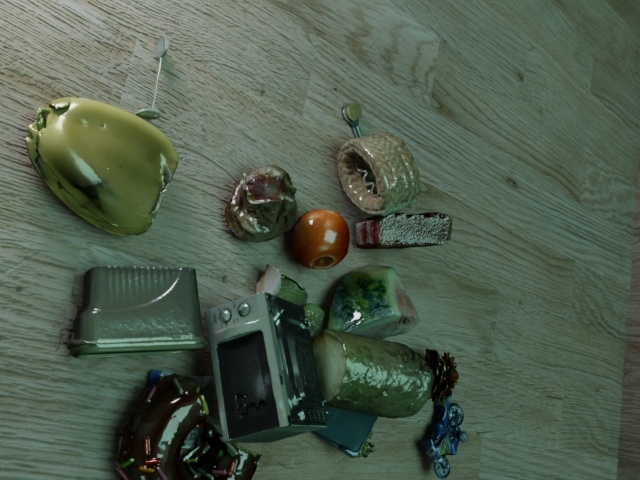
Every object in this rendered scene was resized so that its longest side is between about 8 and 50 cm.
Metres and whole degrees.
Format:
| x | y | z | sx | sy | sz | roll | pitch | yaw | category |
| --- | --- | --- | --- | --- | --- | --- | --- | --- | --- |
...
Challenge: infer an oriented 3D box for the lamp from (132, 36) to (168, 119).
| x | y | z | sx | sy | sz | roll | pitch | yaw | category |
| --- | --- | --- | --- | --- | --- | --- | --- | --- | --- |
| -0.381 | -0.370 | 1.548 | 0.056 | 0.050 | 0.198 | 12 | 79 | -39 | lamp |

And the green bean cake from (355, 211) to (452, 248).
| x | y | z | sx | sy | sz | roll | pitch | yaw | category |
| --- | --- | --- | --- | --- | --- | --- | --- | --- | --- |
| 0.231 | -0.027 | 1.969 | 0.232 | 0.198 | 0.097 | 0 | 85 | -37 | green bean cake |

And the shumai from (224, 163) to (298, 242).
| x | y | z | sx | sy | sz | roll | pitch | yaw | category |
| --- | --- | --- | --- | --- | --- | --- | --- | --- | --- |
| -0.108 | -0.095 | 1.677 | 0.218 | 0.185 | 0.184 | -16 | 97 | -41 | shumai |

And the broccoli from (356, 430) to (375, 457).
| x | y | z | sx | sy | sz | roll | pitch | yaw | category |
| --- | --- | --- | --- | --- | --- | --- | --- | --- | --- |
| 0.100 | 0.540 | 1.879 | 0.092 | 0.097 | 0.095 | -38 | 141 | 3 | broccoli |

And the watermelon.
| x | y | z | sx | sy | sz | roll | pitch | yaw | category |
| --- | --- | --- | --- | --- | --- | --- | --- | --- | --- |
| 0.135 | 0.198 | 1.892 | 0.232 | 0.193 | 0.310 | 51 | 23 | -9 | watermelon |

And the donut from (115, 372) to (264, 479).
| x | y | z | sx | sy | sz | roll | pitch | yaw | category |
| --- | --- | --- | --- | --- | --- | --- | --- | --- | --- |
| -0.294 | 0.477 | 1.481 | 0.259 | 0.136 | 0.345 | -50 | 123 | -31 | donut |

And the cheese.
| x | y | z | sx | sy | sz | roll | pitch | yaw | category |
| --- | --- | --- | --- | --- | --- | --- | --- | --- | --- |
| -0.457 | -0.165 | 1.422 | 0.316 | 0.128 | 0.260 | 33 | 58 | -42 | cheese |

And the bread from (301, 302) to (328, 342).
| x | y | z | sx | sy | sz | roll | pitch | yaw | category |
| --- | --- | --- | --- | --- | --- | --- | --- | --- | --- |
| -0.010 | 0.318 | 1.822 | 0.207 | 0.056 | 0.286 | 21 | 74 | -37 | bread |

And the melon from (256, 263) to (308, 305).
| x | y | z | sx | sy | sz | roll | pitch | yaw | category |
| --- | --- | --- | --- | --- | --- | --- | --- | --- | --- |
| -0.114 | 0.141 | 1.736 | 0.139 | 0.093 | 0.202 | -42 | 147 | -7 | melon |

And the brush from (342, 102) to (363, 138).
| x | y | z | sx | sy | sz | roll | pitch | yaw | category |
| --- | --- | --- | --- | --- | --- | --- | --- | --- | --- |
| 0.127 | -0.275 | 2.007 | 0.062 | 0.027 | 0.266 | -30 | 106 | -34 | brush |

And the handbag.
| x | y | z | sx | sy | sz | roll | pitch | yaw | category |
| --- | --- | --- | --- | --- | --- | --- | --- | --- | --- |
| 0.087 | 0.456 | 1.853 | 0.144 | 0.057 | 0.221 | 28 | 60 | 10 | handbag |

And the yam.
| x | y | z | sx | sy | sz | roll | pitch | yaw | category |
| --- | --- | --- | --- | --- | --- | --- | --- | --- | --- |
| 0.128 | 0.344 | 1.741 | 0.300 | 0.195 | 0.195 | 15 | 76 | -24 | yam |

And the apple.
| x | y | z | sx | sy | sz | roll | pitch | yaw | category |
| --- | --- | --- | --- | --- | --- | --- | --- | --- | --- |
| 0.000 | 0.000 | 1.786 | 0.163 | 0.163 | 0.139 | 19 | 61 | -39 | apple |

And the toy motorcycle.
| x | y | z | sx | sy | sz | roll | pitch | yaw | category |
| --- | --- | --- | --- | --- | --- | --- | --- | --- | --- |
| 0.376 | 0.598 | 2.120 | 0.135 | 0.092 | 0.254 | 40 | 53 | -22 | toy motorcycle |

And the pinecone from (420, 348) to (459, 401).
| x | y | z | sx | sy | sz | roll | pitch | yaw | category |
| --- | --- | --- | --- | --- | --- | --- | --- | --- | --- |
| 0.330 | 0.403 | 2.057 | 0.173 | 0.173 | 0.174 | 4 | 84 | -41 | pinecone |

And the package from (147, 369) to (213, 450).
| x | y | z | sx | sy | sz | roll | pitch | yaw | category |
| --- | --- | --- | --- | --- | --- | --- | --- | --- | --- |
| -0.326 | 0.386 | 1.553 | 0.173 | 0.027 | 0.171 | 18 | 78 | -39 | package |

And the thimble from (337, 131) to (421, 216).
| x | y | z | sx | sy | sz | roll | pitch | yaw | category |
| --- | --- | --- | --- | --- | --- | --- | --- | --- | --- |
| 0.162 | -0.187 | 1.895 | 0.148 | 0.229 | 0.196 | -21 | 137 | -30 | thimble |

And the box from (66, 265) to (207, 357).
| x | y | z | sx | sy | sz | roll | pitch | yaw | category |
| --- | --- | --- | --- | --- | --- | --- | --- | --- | --- |
| -0.384 | 0.150 | 1.439 | 0.274 | 0.138 | 0.178 | 4 | 74 | -31 | box |

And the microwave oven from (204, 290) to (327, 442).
| x | y | z | sx | sy | sz | roll | pitch | yaw | category |
| --- | --- | --- | --- | --- | --- | --- | --- | --- | --- |
| -0.114 | 0.288 | 1.546 | 0.237 | 0.181 | 0.295 | 31 | 42 | -60 | microwave oven |
